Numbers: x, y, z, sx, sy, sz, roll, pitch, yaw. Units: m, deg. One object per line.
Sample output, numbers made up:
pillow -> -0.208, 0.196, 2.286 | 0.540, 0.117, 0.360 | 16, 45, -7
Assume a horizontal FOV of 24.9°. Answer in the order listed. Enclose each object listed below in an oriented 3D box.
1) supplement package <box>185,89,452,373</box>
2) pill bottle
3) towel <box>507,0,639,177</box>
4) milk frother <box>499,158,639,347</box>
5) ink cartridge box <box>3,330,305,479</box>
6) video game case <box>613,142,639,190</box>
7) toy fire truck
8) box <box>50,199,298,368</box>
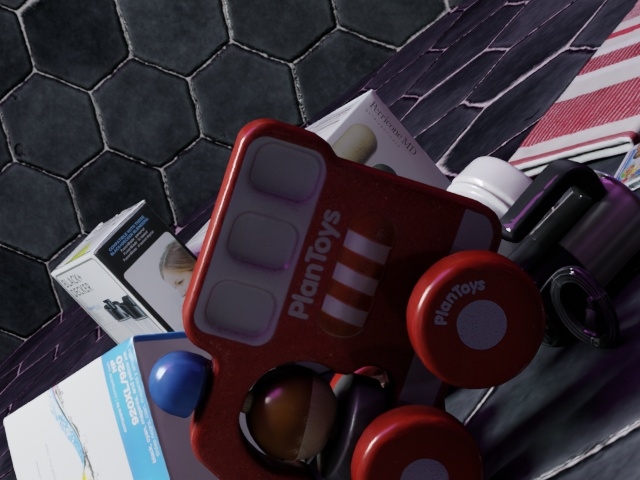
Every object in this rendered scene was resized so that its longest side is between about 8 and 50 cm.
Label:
supplement package -> 0.000, 0.000, 1.697 | 0.263, 0.199, 0.198 | -49, 14, -33
pill bottle -> 0.114, 0.032, 1.370 | 0.229, 0.131, 0.131 | -46, 12, -22
towel -> 0.366, -0.195, 1.629 | 0.329, 0.037, 0.237 | -49, 15, -24
milk frother -> 0.226, 0.018, 1.195 | 0.135, 0.129, 0.143 | -45, 55, -14
ink cartridge box -> -0.164, 0.205, 1.412 | 0.171, 0.168, 0.232 | -2, -23, -46
video game case -> 0.332, -0.086, 1.388 | 0.122, 0.011, 0.087 | -30, 17, 46
toy fire truck -> 0.010, 0.080, 1.109 | 0.169, 0.253, 0.302 | -119, 48, -74
box -> -0.152, 0.100, 1.605 | 0.087, 0.290, 0.169 | -47, 13, -24
